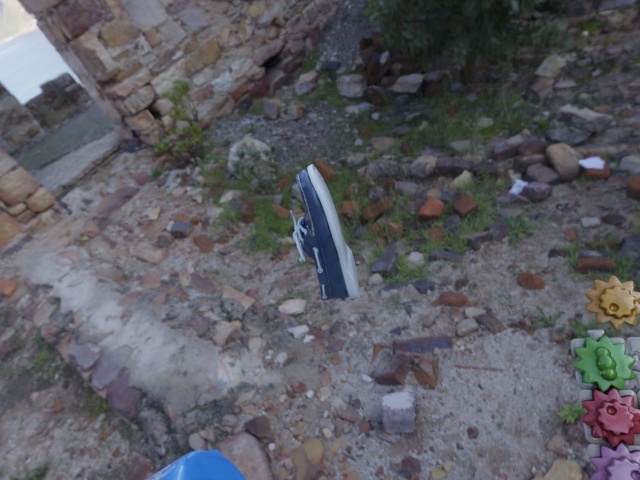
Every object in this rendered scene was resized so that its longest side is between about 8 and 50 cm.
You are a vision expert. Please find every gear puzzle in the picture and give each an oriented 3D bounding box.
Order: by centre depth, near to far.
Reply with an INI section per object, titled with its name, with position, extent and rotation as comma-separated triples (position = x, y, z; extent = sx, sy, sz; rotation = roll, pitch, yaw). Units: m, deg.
[gear puzzle]
position = 0.487, 0.219, 0.630
extent = 0.176, 0.044, 0.338
rotation = -5, 75, 15

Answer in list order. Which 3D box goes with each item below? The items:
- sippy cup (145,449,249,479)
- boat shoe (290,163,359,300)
[sippy cup]
position = -0.227, 0.462, 0.646
extent = 0.224, 0.240, 0.305
rotation = -45, 8, 8
[boat shoe]
position = 0.000, 0.000, 0.664
extent = 0.079, 0.254, 0.095
rotation = -13, 40, 10
